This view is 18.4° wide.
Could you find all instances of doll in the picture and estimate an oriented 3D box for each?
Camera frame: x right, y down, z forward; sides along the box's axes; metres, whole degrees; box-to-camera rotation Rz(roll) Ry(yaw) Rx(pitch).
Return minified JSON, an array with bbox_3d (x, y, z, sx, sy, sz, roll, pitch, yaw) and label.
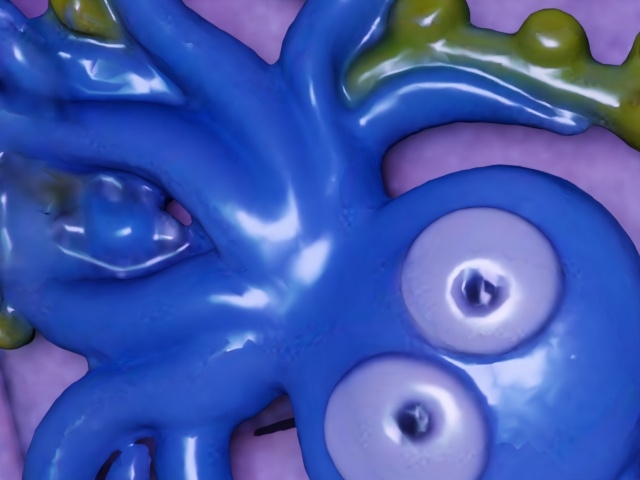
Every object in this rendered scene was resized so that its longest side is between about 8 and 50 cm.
[{"bbox_3d":[0.000,0.000,0.706,0.341,0.099,0.346,27,87,12],"label":"doll"}]
